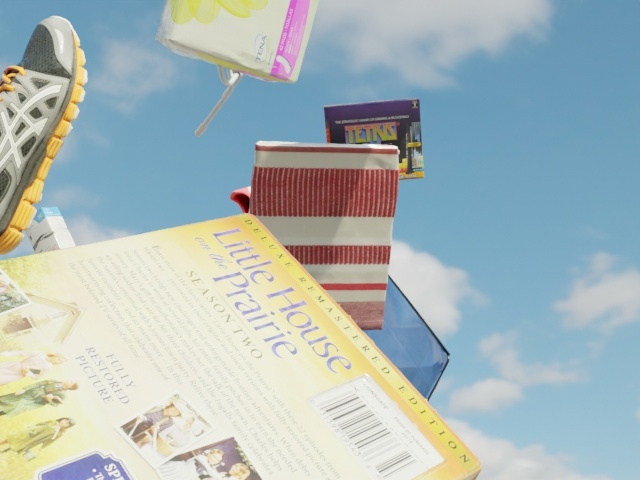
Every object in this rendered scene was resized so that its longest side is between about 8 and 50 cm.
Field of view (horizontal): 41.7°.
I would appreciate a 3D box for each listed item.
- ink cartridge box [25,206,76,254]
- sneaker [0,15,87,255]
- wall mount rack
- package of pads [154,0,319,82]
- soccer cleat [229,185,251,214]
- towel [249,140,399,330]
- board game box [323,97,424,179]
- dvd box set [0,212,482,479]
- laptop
[{"bbox_3d":[-0.359,0.003,1.122,0.048,0.083,0.028,-39,-18,28],"label":"ink cartridge box"},{"bbox_3d":[-0.267,-0.098,0.721,0.083,0.215,0.084,23,-11,-36],"label":"sneaker"},{"bbox_3d":[-0.218,-0.420,1.944,0.130,0.350,0.304,5,-55,13],"label":"wall mount rack"},{"bbox_3d":[-0.155,-0.443,1.632,0.296,0.229,0.101,12,7,-34],"label":"package of pads"},{"bbox_3d":[-0.102,-0.012,1.634,0.095,0.248,0.083,-3,-42,-27],"label":"soccer cleat"},{"bbox_3d":[0.000,0.000,1.362,0.237,0.037,0.329,0,-67,-11],"label":"towel"},{"bbox_3d":[0.094,-0.175,1.489,0.170,0.141,0.048,-5,12,1],"label":"board game box"},{"bbox_3d":[-0.131,0.123,0.553,0.420,0.307,0.062,-14,-41,-43],"label":"dvd box set"},{"bbox_3d":[-0.014,0.266,1.509,0.408,0.382,0.236,-14,-66,-9],"label":"laptop"}]
